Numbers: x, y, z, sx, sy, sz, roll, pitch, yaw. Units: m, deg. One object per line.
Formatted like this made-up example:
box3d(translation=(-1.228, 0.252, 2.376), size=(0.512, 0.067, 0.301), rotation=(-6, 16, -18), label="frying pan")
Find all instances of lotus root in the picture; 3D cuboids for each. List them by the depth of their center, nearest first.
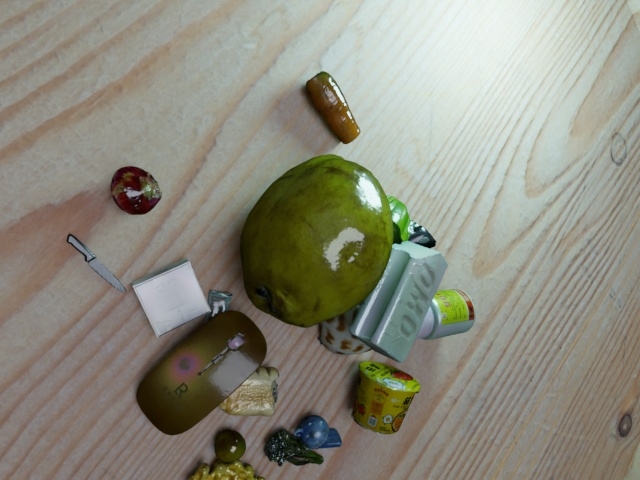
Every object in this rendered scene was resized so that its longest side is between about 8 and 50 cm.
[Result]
box3d(translation=(0.178, -0.059, 1.292), size=(0.186, 0.186, 0.186), rotation=(-2, 95, -30), label="lotus root")

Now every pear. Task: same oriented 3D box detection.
box3d(translation=(0.000, 0.000, 1.076), size=(0.352, 0.351, 0.414), rotation=(37, 69, -27), label="pear")

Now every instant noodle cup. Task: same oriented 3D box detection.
box3d(translation=(0.173, 0.444, 1.312), size=(0.182, 0.182, 0.144), rotation=(13, 95, -30), label="instant noodle cup")

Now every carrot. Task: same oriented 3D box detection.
box3d(translation=(0.036, -0.344, 1.220), size=(0.087, 0.087, 0.193), rotation=(-43, 112, -20), label="carrot")

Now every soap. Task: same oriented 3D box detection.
box3d(translation=(0.200, 0.139, 1.149), size=(0.173, 0.095, 0.290), rotation=(44, 68, -47), label="soap")

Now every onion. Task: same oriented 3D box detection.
box3d(translation=(-0.392, -0.104, 0.988), size=(0.107, 0.097, 0.107), rotation=(41, 36, -40), label="onion")

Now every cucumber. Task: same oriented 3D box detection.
box3d(translation=(0.258, 0.006, 1.381), size=(0.192, 0.085, 0.116), rotation=(-22, 106, -20), label="cucumber")

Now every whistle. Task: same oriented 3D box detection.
box3d(translation=(-0.001, 0.515, 1.260), size=(0.157, 0.090, 0.091), rotation=(10, 88, -30), label="whistle")

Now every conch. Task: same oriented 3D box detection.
box3d(translation=(0.121, 0.198, 1.270), size=(0.182, 0.148, 0.275), rotation=(23, 84, -34), label="conch")

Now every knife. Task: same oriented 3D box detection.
box3d(translation=(-0.475, 0.053, 0.995), size=(0.023, 0.010, 0.170), rotation=(-46, 115, -20), label="knife")

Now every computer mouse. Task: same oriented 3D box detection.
box3d(translation=(-0.265, 0.295, 1.055), size=(0.310, 0.072, 0.158), rotation=(-40, 88, -11), label="computer mouse")

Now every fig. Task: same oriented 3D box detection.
box3d(translation=(-0.216, 0.505, 1.145), size=(0.074, 0.074, 0.088), rotation=(-58, 136, -14), label="fig")

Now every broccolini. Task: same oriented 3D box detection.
box3d(translation=(-0.056, 0.562, 1.243), size=(0.202, 0.068, 0.091), rotation=(28, 61, -29), label="broccolini")

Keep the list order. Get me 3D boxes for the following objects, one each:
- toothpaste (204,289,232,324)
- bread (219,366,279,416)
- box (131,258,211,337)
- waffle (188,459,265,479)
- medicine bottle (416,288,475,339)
box3d(translation=(-0.260, 0.224, 1.118), size=(0.056, 0.036, 0.205), rotation=(13, 84, -17), label="toothpaste")
box3d(translation=(-0.174, 0.366, 1.148), size=(0.177, 0.084, 0.120), rotation=(14, 85, -29), label="bread")
box3d(translation=(-0.334, 0.128, 1.052), size=(0.130, 0.051, 0.129), rotation=(-25, 105, -21), label="box")
box3d(translation=(-0.251, 0.678, 1.141), size=(0.283, 0.065, 0.310), rotation=(-24, 102, -29), label="waffle")
box3d(translation=(0.344, 0.223, 1.407), size=(0.225, 0.139, 0.139), rotation=(-3, 95, -30), label="medicine bottle")
